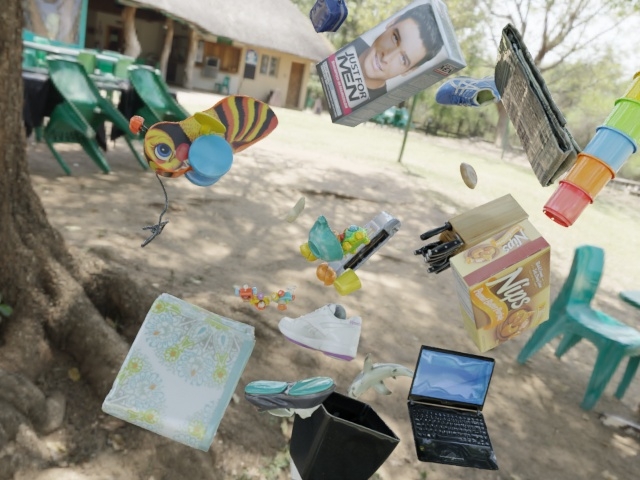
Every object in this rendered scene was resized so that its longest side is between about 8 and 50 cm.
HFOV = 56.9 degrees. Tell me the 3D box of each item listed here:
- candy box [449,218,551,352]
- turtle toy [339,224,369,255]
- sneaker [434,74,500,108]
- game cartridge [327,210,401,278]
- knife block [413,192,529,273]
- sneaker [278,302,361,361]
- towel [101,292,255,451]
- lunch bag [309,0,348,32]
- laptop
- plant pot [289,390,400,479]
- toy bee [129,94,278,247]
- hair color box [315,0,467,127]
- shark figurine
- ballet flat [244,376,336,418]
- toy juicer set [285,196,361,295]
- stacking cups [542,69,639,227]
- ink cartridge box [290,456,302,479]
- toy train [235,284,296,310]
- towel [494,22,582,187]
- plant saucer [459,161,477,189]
[{"bbox_3d":[0.397,0.110,1.286,0.183,0.316,0.087,-28,50,-1],"label":"candy box"},{"bbox_3d":[0.082,0.001,1.741,0.066,0.130,0.095,55,7,19],"label":"turtle toy"},{"bbox_3d":[0.416,-0.413,1.654,0.211,0.080,0.081,-2,39,35],"label":"sneaker"},{"bbox_3d":[0.143,0.018,2.024,0.062,0.297,0.198,45,4,-15],"label":"game cartridge"},{"bbox_3d":[0.380,-0.021,1.527,0.242,0.276,0.088,13,39,-57],"label":"knife block"},{"bbox_3d":[0.004,0.250,1.715,0.305,0.152,0.114,9,-13,44],"label":"sneaker"},{"bbox_3d":[-0.392,0.369,1.698,0.321,0.374,0.090,23,-20,-3],"label":"towel"},{"bbox_3d":[0.025,-0.559,1.448,0.065,0.067,0.098,-15,-9,-30],"label":"lunch bag"},{"bbox_3d":[0.361,0.435,1.539,0.234,0.136,0.264,13,40,-15],"label":"laptop"},{"bbox_3d":[0.033,0.448,1.316,0.188,0.166,0.187,25,2,-20],"label":"plant pot"},{"bbox_3d":[-0.215,-0.157,0.947,0.195,0.162,0.298,-28,17,48],"label":"toy bee"},{"bbox_3d":[0.178,-0.467,1.578,0.375,0.185,0.114,-22,-12,36],"label":"hair color box"},{"bbox_3d":[0.218,0.429,1.909,0.278,0.166,0.116,0,8,-7],"label":"shark figurine"},{"bbox_3d":[-0.051,0.296,1.107,0.203,0.074,0.074,-11,1,30],"label":"ballet flat"},{"bbox_3d":[0.000,0.000,1.734,0.089,0.329,0.209,-33,18,-19],"label":"toy juicer set"},{"bbox_3d":[0.533,-0.170,1.110,0.096,0.316,0.096,40,1,-1],"label":"stacking cups"},{"bbox_3d":[0.053,0.717,1.976,0.198,0.114,0.273,-2,-1,31],"label":"ink cartridge box"},{"bbox_3d":[-0.148,0.161,1.627,0.166,0.046,0.125,-2,-25,-5],"label":"toy train"},{"bbox_3d":[0.476,-0.290,1.318,0.056,0.312,0.324,-22,-11,10],"label":"towel"},{"bbox_3d":[0.423,-0.186,1.672,0.015,0.083,0.083,-24,-12,40],"label":"plant saucer"}]
